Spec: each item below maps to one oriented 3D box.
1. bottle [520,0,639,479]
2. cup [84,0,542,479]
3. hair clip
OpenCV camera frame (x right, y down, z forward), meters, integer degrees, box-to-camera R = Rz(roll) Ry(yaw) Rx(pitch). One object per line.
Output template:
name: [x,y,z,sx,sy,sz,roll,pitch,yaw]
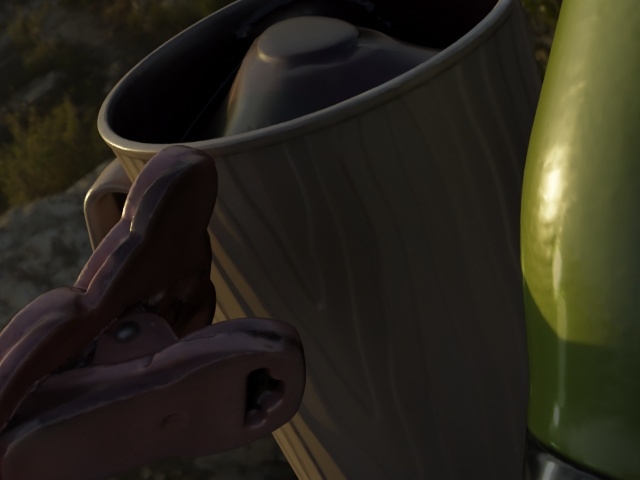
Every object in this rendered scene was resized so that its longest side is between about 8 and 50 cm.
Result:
bottle: [0.121,-0.024,0.392,0.112,0.112,0.260,22,105,47]
cup: [0.003,0.009,0.693,0.288,0.273,0.208,-22,28,4]
hair clip: [-0.086,0.042,0.509,0.138,0.123,0.102,-19,47,-16]
